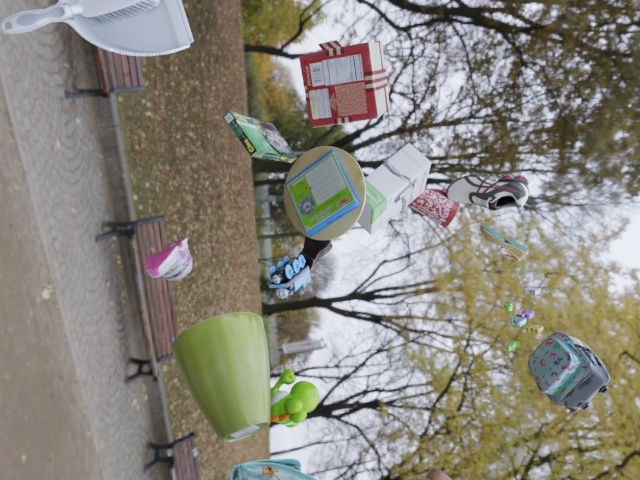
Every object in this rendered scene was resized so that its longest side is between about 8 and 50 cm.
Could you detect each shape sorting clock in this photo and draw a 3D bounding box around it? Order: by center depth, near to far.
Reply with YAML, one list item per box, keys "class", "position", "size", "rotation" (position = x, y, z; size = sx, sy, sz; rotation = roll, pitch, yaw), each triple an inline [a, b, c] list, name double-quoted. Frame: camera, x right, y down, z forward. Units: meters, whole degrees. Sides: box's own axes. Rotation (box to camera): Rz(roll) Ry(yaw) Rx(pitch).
- class: "shape sorting clock"
  position: [0.007, -0.103, 1.052]
  size: [0.040, 0.206, 0.206]
  rotation: [5, 75, -58]

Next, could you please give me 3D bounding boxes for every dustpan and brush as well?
- class: "dustpan and brush"
  position: [-0.285, -0.289, 0.593]
  size: [0.060, 0.211, 0.147]
  rotation: [-89, 165, -72]

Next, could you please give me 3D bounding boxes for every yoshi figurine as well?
- class: "yoshi figurine"
  position: [-0.130, 0.583, 1.762]
  size: [0.362, 0.203, 0.203]
  rotation: [-11, -131, 55]

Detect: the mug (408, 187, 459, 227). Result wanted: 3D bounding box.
- class: "mug"
  position: [0.442, -0.144, 1.891]
  size: [0.113, 0.169, 0.150]
  rotation: [-61, -176, 24]

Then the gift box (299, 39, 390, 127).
- class: "gift box"
  position: [0.068, -0.508, 1.530]
  size: [0.258, 0.276, 0.255]
  rotation: [-51, 139, -63]

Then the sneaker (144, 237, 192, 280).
- class: "sneaker"
  position: [-0.458, 0.074, 1.500]
  size: [0.252, 0.102, 0.111]
  rotation: [-69, 137, -74]

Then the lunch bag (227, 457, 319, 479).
- class: "lunch bag"
  position: [-0.062, 0.542, 0.919]
  size: [0.160, 0.262, 0.223]
  rotation: [-52, 158, -44]

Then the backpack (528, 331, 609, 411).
- class: "backpack"
  position: [0.892, 0.465, 1.764]
  size: [0.225, 0.191, 0.253]
  rotation: [-61, -172, 24]

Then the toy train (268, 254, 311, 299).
- class: "toy train"
  position: [-0.093, 0.111, 1.464]
  size: [0.184, 0.080, 0.105]
  rotation: [-40, 120, -64]

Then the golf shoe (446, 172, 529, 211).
- class: "golf shoe"
  position: [0.551, -0.156, 1.605]
  size: [0.105, 0.272, 0.120]
  rotation: [61, 40, -38]

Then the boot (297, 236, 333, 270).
- class: "boot"
  position: [0.000, 0.000, 1.566]
  size: [0.219, 0.082, 0.106]
  rotation: [-56, 170, 30]

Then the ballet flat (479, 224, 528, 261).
- class: "ballet flat"
  position: [0.739, 0.018, 1.961]
  size: [0.073, 0.232, 0.080]
  rotation: [-61, -178, 21]

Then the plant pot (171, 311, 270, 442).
- class: "plant pot"
  position: [-0.250, 0.398, 1.354]
  size: [0.275, 0.274, 0.294]
  rotation: [104, -34, -56]

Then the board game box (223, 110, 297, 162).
- class: "board game box"
  position: [-0.161, -0.286, 1.345]
  size: [0.136, 0.030, 0.259]
  rotation: [57, 20, 8]

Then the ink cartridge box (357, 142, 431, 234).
- class: "ink cartridge box"
  position: [0.240, -0.175, 1.657]
  size: [0.115, 0.273, 0.198]
  rotation: [46, -14, 20]

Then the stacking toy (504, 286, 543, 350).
- class: "stacking toy"
  position: [0.718, 0.274, 1.690]
  size: [0.052, 0.221, 0.167]
  rotation: [3, -73, 48]

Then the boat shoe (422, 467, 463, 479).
- class: "boat shoe"
  position: [0.304, 0.573, 1.006]
  size: [0.123, 0.324, 0.116]
  rotation: [6, -121, 47]
